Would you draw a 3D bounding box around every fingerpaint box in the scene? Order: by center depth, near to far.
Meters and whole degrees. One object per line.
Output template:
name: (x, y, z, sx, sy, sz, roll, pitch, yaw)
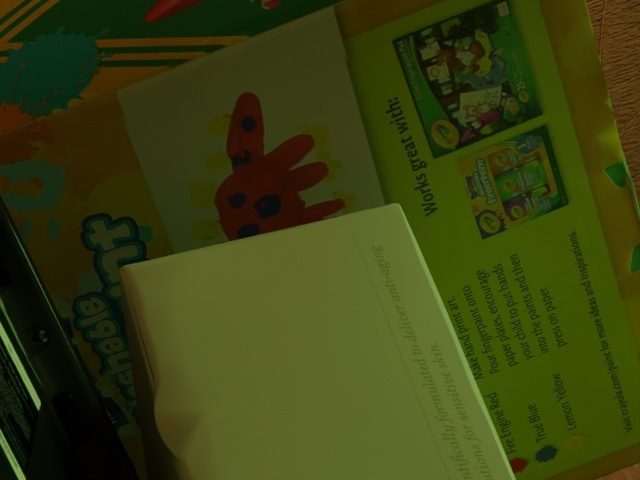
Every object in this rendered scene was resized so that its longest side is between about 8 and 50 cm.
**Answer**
fingerpaint box: (0.000, 0.000, 1.149, 0.163, 0.371, 0.445, -109, 176, -47)

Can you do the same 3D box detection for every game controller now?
game controller: (-0.151, 0.064, 0.828, 0.166, 0.067, 0.319, -78, 148, -64)

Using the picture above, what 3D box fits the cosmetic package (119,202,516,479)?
cosmetic package: (-0.005, 0.174, 1.008, 0.365, 0.155, 0.197, 93, -19, -54)
